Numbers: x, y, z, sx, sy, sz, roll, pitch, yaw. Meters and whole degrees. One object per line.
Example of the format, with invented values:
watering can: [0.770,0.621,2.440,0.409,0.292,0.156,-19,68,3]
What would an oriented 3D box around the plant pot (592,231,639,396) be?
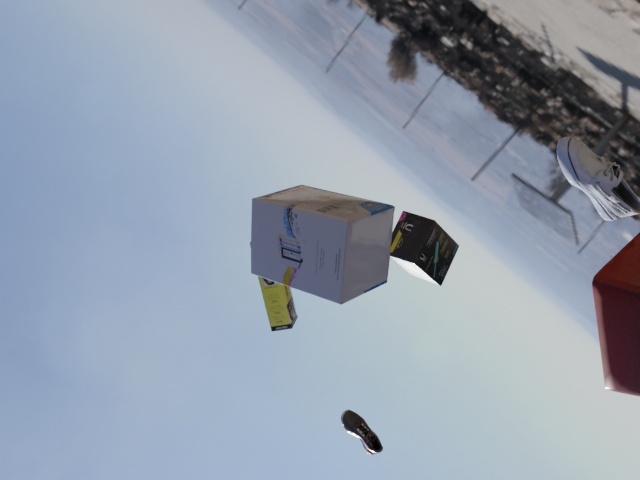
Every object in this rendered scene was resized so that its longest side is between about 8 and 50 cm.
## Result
plant pot: [0.676,0.134,1.286,0.235,0.267,0.267,17,133,49]

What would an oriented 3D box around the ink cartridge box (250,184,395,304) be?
ink cartridge box: [0.000,0.000,1.435,0.232,0.168,0.171,16,-158,34]

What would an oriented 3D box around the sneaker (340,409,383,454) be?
sneaker: [0.125,0.542,2.045,0.158,0.061,0.065,47,155,-5]

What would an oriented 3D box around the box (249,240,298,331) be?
box: [-0.112,0.098,1.755,0.087,0.058,0.232,-57,-44,-73]

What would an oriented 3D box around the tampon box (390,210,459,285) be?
tampon box: [0.252,0.021,1.796,0.101,0.120,0.161,20,169,40]

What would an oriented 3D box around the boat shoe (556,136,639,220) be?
boat shoe: [0.527,-0.122,1.343,0.226,0.083,0.075,37,151,-32]
